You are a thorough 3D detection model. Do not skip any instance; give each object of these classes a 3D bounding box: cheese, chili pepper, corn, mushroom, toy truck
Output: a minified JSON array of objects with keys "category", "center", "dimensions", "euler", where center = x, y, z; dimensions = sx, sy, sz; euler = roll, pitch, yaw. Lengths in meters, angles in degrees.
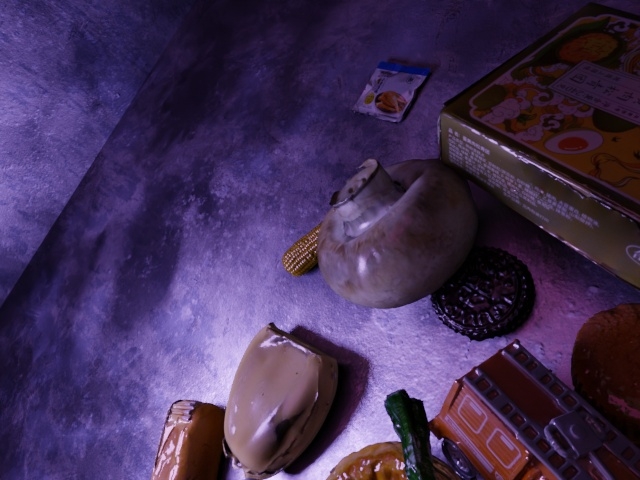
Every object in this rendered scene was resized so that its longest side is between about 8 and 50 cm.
[{"category":"cheese","center":[-0.101,0.357,0.960],"dimensions":[0.260,0.128,0.315],"euler":[12,72,48]},{"category":"chili pepper","center":[0.154,0.327,0.698],"dimensions":[0.059,0.088,0.227],"euler":[-56,5,10]},{"category":"corn","center":[0.000,0.000,1.093],"dimensions":[0.231,0.080,0.080],"euler":[-42,51,8]},{"category":"mushroom","center":[0.137,-0.027,0.870],"dimensions":[0.352,0.260,0.352],"euler":[-39,21,18]},{"category":"toy truck","center":[0.339,0.330,0.580],"dimensions":[0.174,0.206,0.387],"euler":[-25,48,-22]}]

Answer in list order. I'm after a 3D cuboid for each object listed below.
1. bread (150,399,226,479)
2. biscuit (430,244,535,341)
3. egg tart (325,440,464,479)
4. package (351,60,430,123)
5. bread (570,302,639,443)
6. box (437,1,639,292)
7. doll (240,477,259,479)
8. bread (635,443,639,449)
[{"category":"bread","center":[-0.299,0.496,1.011],"dimensions":[0.107,0.136,0.240],"euler":[-3,67,31]},{"category":"biscuit","center":[0.309,0.098,0.850],"dimensions":[0.195,0.053,0.194],"euler":[-15,59,28]},{"category":"egg tart","center":[0.126,0.512,0.715],"dimensions":[0.342,0.132,0.340],"euler":[-17,55,26]},{"category":"package","center":[0.188,-0.406,1.197],"dimensions":[0.171,0.027,0.173],"euler":[27,87,39]},{"category":"bread","center":[0.468,0.186,0.637],"dimensions":[0.199,0.104,0.199],"euler":[-16,45,17]},{"category":"box","center":[0.461,-0.170,0.680],"dimensions":[0.373,0.138,0.420],"euler":[-36,53,-12]},{"category":"doll","center":[-0.117,0.577,0.810],"dimensions":[0.161,0.215,0.256],"euler":[-31,58,-6]},{"category":"bread","center":[0.470,0.286,0.661],"dimensions":[0.047,0.036,0.083],"euler":[32,86,32]}]
